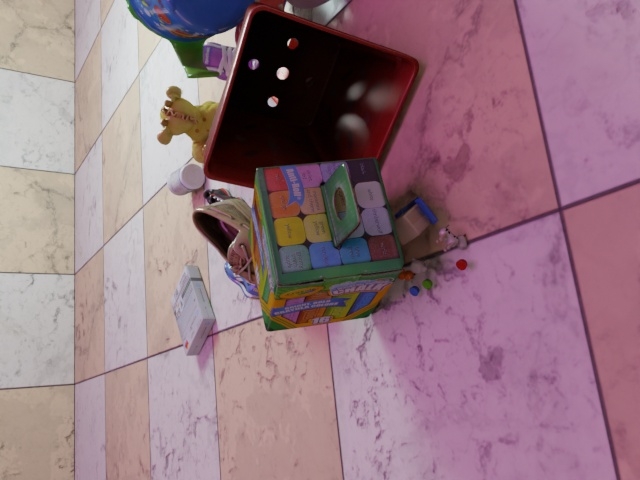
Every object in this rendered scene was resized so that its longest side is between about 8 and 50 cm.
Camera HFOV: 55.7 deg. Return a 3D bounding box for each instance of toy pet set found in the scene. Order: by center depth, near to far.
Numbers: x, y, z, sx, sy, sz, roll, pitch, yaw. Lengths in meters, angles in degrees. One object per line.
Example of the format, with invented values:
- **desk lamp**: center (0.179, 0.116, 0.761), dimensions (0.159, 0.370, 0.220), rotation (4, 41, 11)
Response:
- **toy pet set**: center (0.151, 0.001, 0.866), dimensions (0.114, 0.065, 0.122), rotation (51, 142, -1)

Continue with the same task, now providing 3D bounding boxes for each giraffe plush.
- **giraffe plush**: center (-0.315, -0.286, 1.471), dimensions (0.210, 0.171, 0.181), rotation (-21, 69, 54)

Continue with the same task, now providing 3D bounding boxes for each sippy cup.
- **sippy cup**: center (-0.221, -0.461, 1.069), dimensions (0.240, 0.305, 0.224), rotation (-42, 34, -5)

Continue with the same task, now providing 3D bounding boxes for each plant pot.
- **plant pot**: center (-0.040, -0.243, 1.004), dimensions (0.235, 0.267, 0.267), rotation (-113, 40, -55)

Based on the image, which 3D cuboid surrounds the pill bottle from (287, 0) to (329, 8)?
- **pill bottle**: center (-0.071, -0.596, 1.100), dimensions (0.188, 0.188, 0.334), rotation (-45, 64, 44)

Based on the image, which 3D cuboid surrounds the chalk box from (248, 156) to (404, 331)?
- **chalk box**: center (0.000, 0.000, 0.876), dimensions (0.289, 0.179, 0.180), rotation (108, 153, -64)

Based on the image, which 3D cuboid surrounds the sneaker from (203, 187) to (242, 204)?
- **sneaker**: center (-0.232, -0.083, 1.421), dimensions (0.158, 0.065, 0.061), rotation (30, 112, 54)

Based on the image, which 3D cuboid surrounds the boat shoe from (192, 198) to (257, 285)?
- **boat shoe**: center (-0.132, 0.035, 1.179), dimensions (0.341, 0.110, 0.121), rotation (38, 124, 37)

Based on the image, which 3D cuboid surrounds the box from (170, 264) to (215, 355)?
- **box**: center (-0.334, 0.180, 1.570), dimensions (0.145, 0.038, 0.186), rotation (-60, 40, 33)

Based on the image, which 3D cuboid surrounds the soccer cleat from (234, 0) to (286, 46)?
- **soccer cleat**: center (-0.112, -0.473, 1.233), dimensions (0.095, 0.083, 0.248), rotation (144, 145, -70)

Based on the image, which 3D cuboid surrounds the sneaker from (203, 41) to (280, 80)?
- **sneaker**: center (-0.161, -0.360, 1.261), dimensions (0.282, 0.161, 0.102), rotation (18, 100, 54)

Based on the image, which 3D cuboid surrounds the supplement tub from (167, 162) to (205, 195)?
- **supplement tub**: center (-0.359, -0.162, 1.614), dimensions (0.107, 0.071, 0.071), rotation (-13, 76, 56)

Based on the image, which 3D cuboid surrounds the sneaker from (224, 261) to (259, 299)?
- **sneaker**: center (-0.157, 0.072, 1.307), dimensions (0.144, 0.053, 0.059), rotation (37, 118, 42)

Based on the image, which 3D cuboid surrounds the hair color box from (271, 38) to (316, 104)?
- **hair color box**: center (-0.036, -0.322, 1.147), dimensions (0.043, 0.072, 0.141), rotation (56, 131, 44)
